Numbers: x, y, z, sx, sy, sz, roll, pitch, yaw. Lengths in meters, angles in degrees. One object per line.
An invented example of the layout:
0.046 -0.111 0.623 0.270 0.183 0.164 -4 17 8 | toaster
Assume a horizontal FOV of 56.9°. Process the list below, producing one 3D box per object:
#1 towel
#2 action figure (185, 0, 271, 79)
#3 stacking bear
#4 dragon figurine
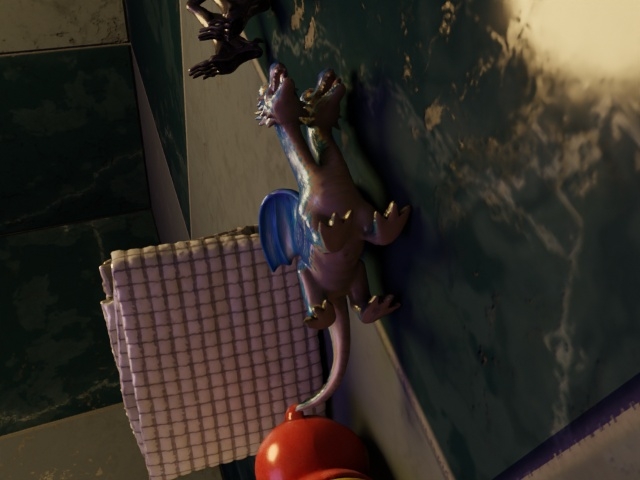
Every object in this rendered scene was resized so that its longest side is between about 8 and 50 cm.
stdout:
-0.126 0.125 0.723 0.121 0.234 0.284 -142 43 -71 | towel
-0.152 -0.333 0.654 0.164 0.140 0.276 133 119 -70 | action figure
0.019 0.281 0.537 0.289 0.164 0.176 -123 27 -56 | stacking bear
0.000 0.000 0.503 0.144 0.085 0.289 -126 31 -51 | dragon figurine
